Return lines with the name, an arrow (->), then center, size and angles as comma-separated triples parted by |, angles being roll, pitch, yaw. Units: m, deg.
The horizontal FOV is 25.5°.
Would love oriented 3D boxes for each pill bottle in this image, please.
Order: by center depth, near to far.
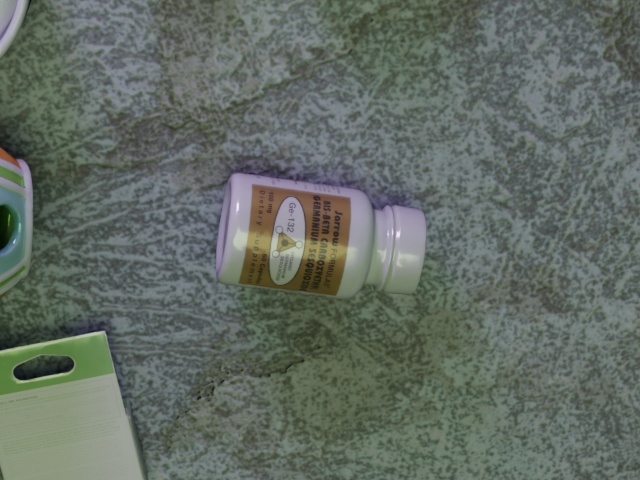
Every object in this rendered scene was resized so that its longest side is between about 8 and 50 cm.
pill bottle -> 0.000, 0.000, 1.635 | 0.229, 0.131, 0.131 | 7, 111, -9

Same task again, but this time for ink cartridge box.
ink cartridge box -> -0.318, 0.221, 1.735 | 0.171, 0.056, 0.235 | -11, 110, -2

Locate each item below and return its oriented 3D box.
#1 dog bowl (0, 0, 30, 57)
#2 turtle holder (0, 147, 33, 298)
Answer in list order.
dog bowl -> -0.435, -0.290, 1.486 | 0.265, 0.104, 0.265 | -2, 112, -5
turtle holder -> -0.431, 0.011, 1.525 | 0.227, 0.243, 0.320 | -1, 76, -23
